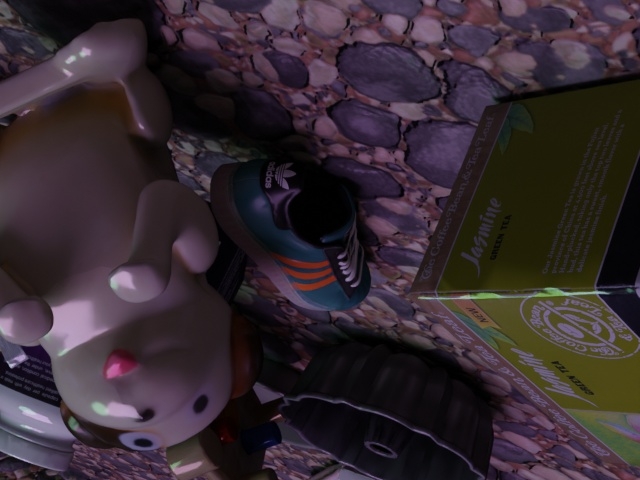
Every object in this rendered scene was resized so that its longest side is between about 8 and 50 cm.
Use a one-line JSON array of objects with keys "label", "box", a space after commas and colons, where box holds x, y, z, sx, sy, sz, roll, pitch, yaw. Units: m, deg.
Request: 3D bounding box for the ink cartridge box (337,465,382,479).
[{"label": "ink cartridge box", "box": [0.124, 0.457, 2.152, 0.168, 0.171, 0.233, 17, -172, 19]}]

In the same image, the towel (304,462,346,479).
[{"label": "towel", "box": [0.150, 0.519, 2.524, 0.332, 0.053, 0.317, 26, 156, -5]}]

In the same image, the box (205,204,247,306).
[{"label": "box", "box": [-0.174, 0.057, 1.732, 0.108, 0.153, 0.207, 24, 156, 3]}]

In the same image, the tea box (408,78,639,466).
[{"label": "tea box", "box": [0.320, 0.039, 1.135, 0.329, 0.220, 0.323, 40, 153, -32]}]

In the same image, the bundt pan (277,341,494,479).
[{"label": "bundt pan", "box": [0.110, 0.254, 1.913, 0.331, 0.124, 0.331, 21, 157, 9]}]

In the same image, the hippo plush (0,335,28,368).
[{"label": "hippo plush", "box": [-0.370, -0.027, 1.618, 0.234, 0.236, 0.294, -16, 107, 44]}]

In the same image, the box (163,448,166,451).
[{"label": "box", "box": [-0.314, 0.252, 2.243, 0.275, 0.113, 0.094, 35, 161, 23]}]

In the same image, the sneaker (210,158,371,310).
[{"label": "sneaker", "box": [0.000, 0.000, 1.500, 0.121, 0.108, 0.302, -6, 153, 29]}]

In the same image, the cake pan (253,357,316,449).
[{"label": "cake pan", "box": [-0.096, 0.269, 2.229, 0.293, 0.054, 0.293, 20, 156, 9]}]

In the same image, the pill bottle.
[{"label": "pill bottle", "box": [-0.366, 0.160, 1.886, 0.181, 0.323, 0.181, 21, 174, 2]}]

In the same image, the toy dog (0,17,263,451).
[{"label": "toy dog", "box": [-0.237, 0.030, 1.392, 0.395, 0.284, 0.408, 129, 118, -83]}]

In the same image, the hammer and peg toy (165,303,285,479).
[{"label": "hammer and peg toy", "box": [-0.154, 0.277, 1.878, 0.127, 0.361, 0.266, -20, 114, 15]}]
